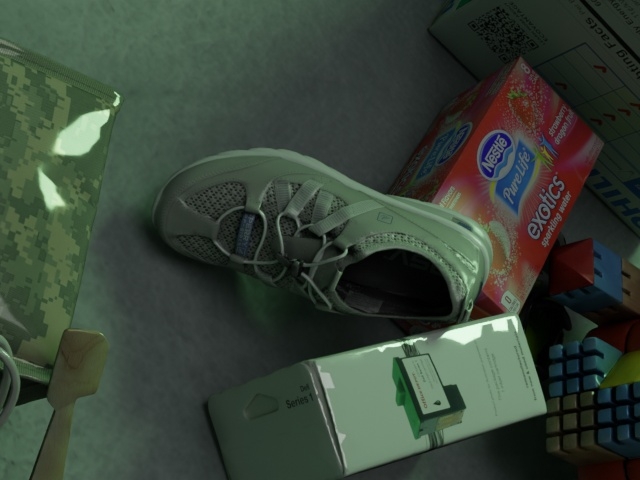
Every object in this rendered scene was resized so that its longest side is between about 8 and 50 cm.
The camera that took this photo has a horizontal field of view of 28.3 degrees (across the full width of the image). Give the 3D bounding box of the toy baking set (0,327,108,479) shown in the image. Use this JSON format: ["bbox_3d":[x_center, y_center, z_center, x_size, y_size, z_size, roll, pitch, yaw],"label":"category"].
[{"bbox_3d":[-0.237,0.156,0.785,0.256,0.030,0.197,-20,121,-13],"label":"toy baking set"}]

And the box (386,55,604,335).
[{"bbox_3d":[0.147,-0.035,1.188,0.128,0.122,0.257,44,52,-12],"label":"box"}]

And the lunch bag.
[{"bbox_3d":[-0.304,-0.030,0.833,0.287,0.169,0.235,24,60,-32],"label":"lunch bag"}]

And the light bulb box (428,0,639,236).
[{"bbox_3d":[0.368,-0.220,1.250,0.358,0.361,0.225,42,65,-15],"label":"light bulb box"}]

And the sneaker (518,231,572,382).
[{"bbox_3d":[0.215,0.066,1.225,0.067,0.078,0.188,33,55,-21],"label":"sneaker"}]

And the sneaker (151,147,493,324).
[{"bbox_3d":[0.000,0.000,1.009,0.281,0.105,0.115,10,25,3],"label":"sneaker"}]

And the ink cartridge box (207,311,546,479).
[{"bbox_3d":[0.044,0.134,1.021,0.219,0.160,0.093,-10,79,-37],"label":"ink cartridge box"}]

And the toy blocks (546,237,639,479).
[{"bbox_3d":[0.305,0.166,1.139,0.261,0.190,0.382,28,57,-40],"label":"toy blocks"}]
